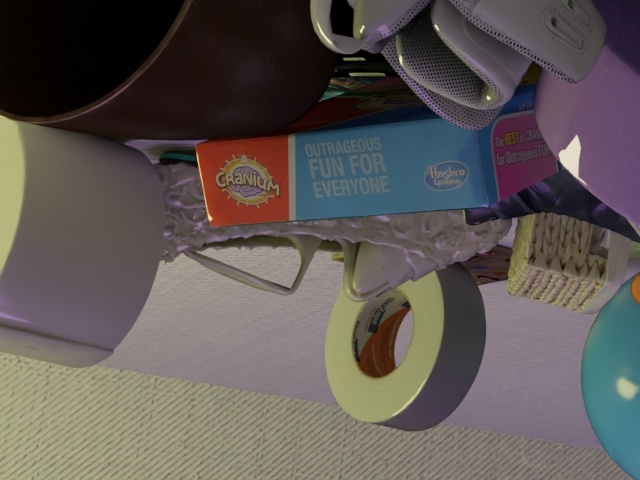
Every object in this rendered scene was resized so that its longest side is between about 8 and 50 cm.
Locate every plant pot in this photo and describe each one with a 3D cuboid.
[{"bbox_3d":[-0.092,-0.152,1.151,0.215,0.215,0.230,-2,168,33],"label":"plant pot"}]

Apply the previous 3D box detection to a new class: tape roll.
[{"bbox_3d":[0.101,0.118,2.131,0.072,0.219,0.219,16,164,-35],"label":"tape roll"},{"bbox_3d":[-0.296,-0.003,1.805,0.169,0.246,0.246,17,164,-38],"label":"tape roll"},{"bbox_3d":[0.277,-0.088,1.106,0.274,0.275,0.090,9,124,-11],"label":"tape roll"}]

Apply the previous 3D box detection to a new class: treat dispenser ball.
[{"bbox_3d":[0.441,0.157,2.002,0.288,0.288,0.288,7,167,2],"label":"treat dispenser ball"}]

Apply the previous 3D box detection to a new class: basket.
[{"bbox_3d":[0.259,0.003,1.838,0.103,0.113,0.167,11,167,0],"label":"basket"}]

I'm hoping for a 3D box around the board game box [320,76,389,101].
[{"bbox_3d":[-0.001,-0.130,1.585,0.126,0.026,0.186,13,165,-28],"label":"board game box"}]

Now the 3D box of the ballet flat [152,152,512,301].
[{"bbox_3d":[0.000,0.000,1.912,0.409,0.147,0.147,8,167,-7],"label":"ballet flat"}]

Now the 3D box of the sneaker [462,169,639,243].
[{"bbox_3d":[0.226,-0.046,1.661,0.163,0.086,0.226,-15,148,31],"label":"sneaker"}]

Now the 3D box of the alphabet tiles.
[{"bbox_3d":[0.157,0.026,2.211,0.198,0.009,0.237,14,165,-28],"label":"alphabet tiles"}]

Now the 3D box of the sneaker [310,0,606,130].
[{"bbox_3d":[0.156,-0.160,0.970,0.366,0.210,0.137,12,166,-21],"label":"sneaker"}]

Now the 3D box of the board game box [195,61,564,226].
[{"bbox_3d":[0.098,-0.085,1.324,0.242,0.064,0.316,-4,-167,36],"label":"board game box"}]

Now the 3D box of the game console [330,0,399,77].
[{"bbox_3d":[-0.098,-0.184,1.378,0.361,0.044,0.213,1,164,20],"label":"game console"}]
